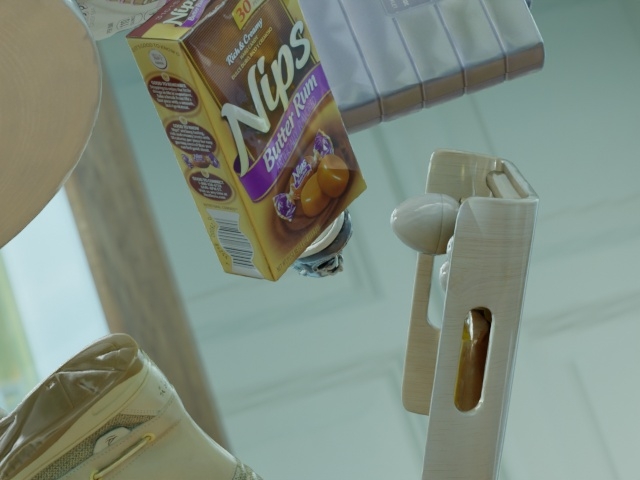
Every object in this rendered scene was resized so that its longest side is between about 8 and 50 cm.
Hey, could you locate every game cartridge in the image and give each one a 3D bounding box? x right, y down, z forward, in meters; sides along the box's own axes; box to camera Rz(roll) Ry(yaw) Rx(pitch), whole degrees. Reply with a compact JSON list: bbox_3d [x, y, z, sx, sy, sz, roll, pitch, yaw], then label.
[{"bbox_3d":[0.034,-0.264,1.710,0.230,0.355,0.068,-16,-27,-7],"label":"game cartridge"}]

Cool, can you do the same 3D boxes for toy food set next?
[{"bbox_3d":[0.091,0.056,1.439,0.092,0.220,0.306,7,9,0],"label":"toy food set"}]

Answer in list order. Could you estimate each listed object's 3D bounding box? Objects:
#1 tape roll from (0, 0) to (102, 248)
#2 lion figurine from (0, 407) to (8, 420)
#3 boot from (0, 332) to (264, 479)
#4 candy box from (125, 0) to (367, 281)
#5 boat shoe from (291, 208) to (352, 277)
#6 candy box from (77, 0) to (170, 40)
[{"bbox_3d":[-0.317,-0.061,1.121,0.392,0.072,0.392,-21,-27,-12],"label":"tape roll"},{"bbox_3d":[-0.316,0.309,1.615,0.240,0.392,0.142,14,2,33],"label":"lion figurine"},{"bbox_3d":[-0.188,0.215,1.515,0.262,0.095,0.203,-39,-57,2],"label":"boot"},{"bbox_3d":[-0.045,-0.080,1.268,0.053,0.187,0.109,7,42,41],"label":"candy box"},{"bbox_3d":[0.000,0.000,1.880,0.075,0.065,0.206,-59,14,-11],"label":"boat shoe"},{"bbox_3d":[-0.169,-0.190,1.290,0.233,0.071,0.159,-21,-19,-16],"label":"candy box"}]
